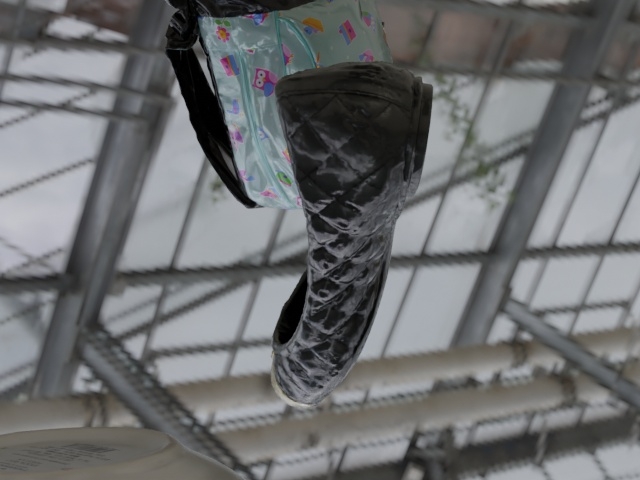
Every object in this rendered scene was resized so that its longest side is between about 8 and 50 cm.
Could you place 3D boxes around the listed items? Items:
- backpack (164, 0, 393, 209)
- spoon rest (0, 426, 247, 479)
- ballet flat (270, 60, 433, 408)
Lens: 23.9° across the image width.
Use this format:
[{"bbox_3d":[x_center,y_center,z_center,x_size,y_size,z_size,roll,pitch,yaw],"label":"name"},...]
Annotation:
[{"bbox_3d":[-0.015,-0.105,1.014,0.115,0.182,0.152,3,-156,37],"label":"backpack"},{"bbox_3d":[-0.122,0.100,0.496,0.276,0.084,0.137,3,-174,45],"label":"spoon rest"},{"bbox_3d":[0.000,0.000,0.510,0.049,0.173,0.057,11,-129,-2],"label":"ballet flat"}]
